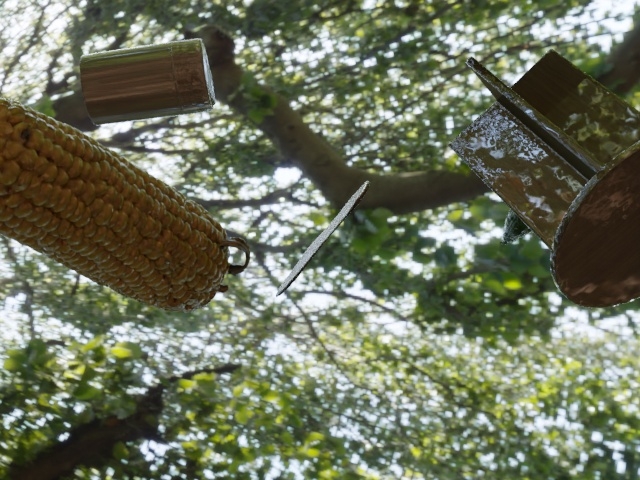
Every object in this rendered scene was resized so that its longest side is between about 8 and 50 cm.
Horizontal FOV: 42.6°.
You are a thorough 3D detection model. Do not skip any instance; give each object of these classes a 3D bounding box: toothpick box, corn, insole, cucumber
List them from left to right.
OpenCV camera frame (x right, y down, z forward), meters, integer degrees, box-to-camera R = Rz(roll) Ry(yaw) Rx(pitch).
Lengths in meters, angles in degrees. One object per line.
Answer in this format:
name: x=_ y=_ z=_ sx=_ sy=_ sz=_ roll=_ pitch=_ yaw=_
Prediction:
corn: x=-0.166 y=-0.017 z=0.623 sx=0.293 sy=0.106 sz=0.106 roll=33 pitch=-112 yaw=-56
toothpick box: x=-0.255 y=-0.236 z=1.226 sx=0.181 sy=0.111 sz=0.111 roll=-8 pitch=-84 yaw=-2
insole: x=0.000 y=0.000 z=1.772 sx=0.009 sy=0.348 sz=0.119 roll=35 pitch=-151 yaw=-9
cucumber: x=0.228 y=-0.043 z=0.887 sx=0.037 sy=0.037 sz=0.155 roll=-42 pitch=-21 yaw=-32

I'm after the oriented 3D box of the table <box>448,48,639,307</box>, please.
table: x=0.215 y=-0.075 z=0.720 sx=0.167 sy=0.226 sz=0.167 roll=-13 pitch=-50 yaw=-16
